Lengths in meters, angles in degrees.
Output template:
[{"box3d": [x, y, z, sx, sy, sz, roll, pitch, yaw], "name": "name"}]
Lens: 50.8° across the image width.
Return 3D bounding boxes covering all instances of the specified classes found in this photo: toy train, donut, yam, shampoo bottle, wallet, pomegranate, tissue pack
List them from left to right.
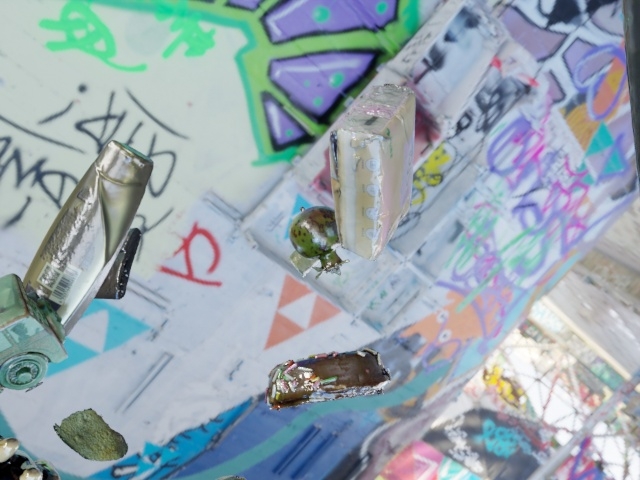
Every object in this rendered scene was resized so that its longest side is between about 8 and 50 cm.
[{"box3d": [-0.555, 0.185, 1.019, 0.129, 0.327, 0.159, 46, 158, 44], "name": "toy train"}, {"box3d": [-0.553, 0.055, 1.572, 0.321, 0.170, 0.044, -3, 157, 34], "name": "wallet"}, {"box3d": [-0.410, -0.007, 1.180, 0.126, 0.350, 0.084, 29, -178, 11], "name": "shampoo bottle"}, {"box3d": [-0.011, 0.018, 1.798, 0.078, 0.179, 0.078, 38, 163, 14], "name": "yam"}, {"box3d": [-0.007, -0.001, 1.609, 0.148, 0.149, 0.169, 33, -137, -66], "name": "pomegranate"}, {"box3d": [0.012, 0.288, 1.400, 0.270, 0.270, 0.103, 32, -132, -69], "name": "donut"}, {"box3d": [0.095, -0.125, 1.221, 0.123, 0.215, 0.256, 14, 130, 21], "name": "tissue pack"}]

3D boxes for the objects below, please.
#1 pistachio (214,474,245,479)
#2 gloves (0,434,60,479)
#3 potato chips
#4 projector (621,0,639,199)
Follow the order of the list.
[{"box3d": [-0.215, 0.489, 1.269, 0.090, 0.173, 0.049, -13, 107, 53], "name": "pistachio"}, {"box3d": [-0.466, 0.389, 0.980, 0.197, 0.301, 0.152, -10, -125, -46], "name": "gloves"}, {"box3d": [-0.588, 0.502, 1.745, 0.209, 0.026, 0.142, 17, -130, -46], "name": "potato chips"}, {"box3d": [0.455, -0.122, 0.564, 0.242, 0.395, 0.404, 8, 116, 51], "name": "projector"}]
